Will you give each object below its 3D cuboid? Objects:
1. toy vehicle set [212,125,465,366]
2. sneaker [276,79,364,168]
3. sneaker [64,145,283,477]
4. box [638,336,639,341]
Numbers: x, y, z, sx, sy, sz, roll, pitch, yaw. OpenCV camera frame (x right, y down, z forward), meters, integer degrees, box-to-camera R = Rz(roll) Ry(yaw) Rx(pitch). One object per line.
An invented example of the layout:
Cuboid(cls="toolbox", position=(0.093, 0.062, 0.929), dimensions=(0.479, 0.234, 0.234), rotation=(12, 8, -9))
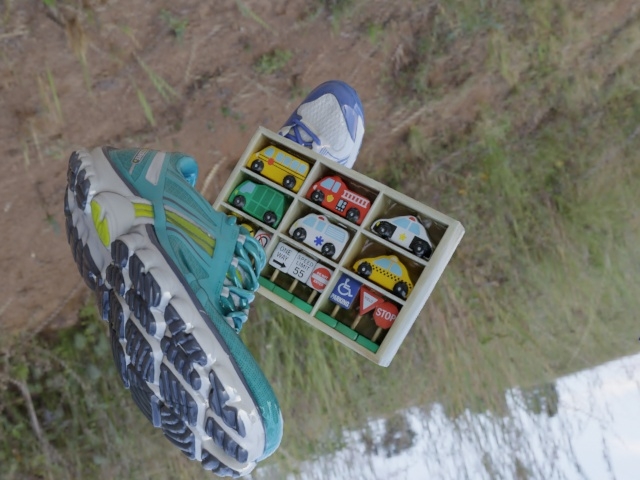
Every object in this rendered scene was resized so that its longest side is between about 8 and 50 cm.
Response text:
Cuboid(cls="toy vehicle set", position=(0.000, 0.000, 0.881), dimensions=(0.267, 0.166, 0.035), rotation=(28, 178, 26))
Cuboid(cls="sneaker", position=(-0.050, -0.089, 1.113), dimensions=(0.296, 0.112, 0.131), rotation=(-56, 161, 19))
Cuboid(cls="sneaker", position=(-0.082, 0.020, 0.513), dimensions=(0.110, 0.107, 0.275), rotation=(-8, -136, -27))
Cuboid(cls="box", position=(0.412, 0.132, 0.805), dimensions=(0.072, 0.126, 0.137), rotation=(-38, -171, -11))
